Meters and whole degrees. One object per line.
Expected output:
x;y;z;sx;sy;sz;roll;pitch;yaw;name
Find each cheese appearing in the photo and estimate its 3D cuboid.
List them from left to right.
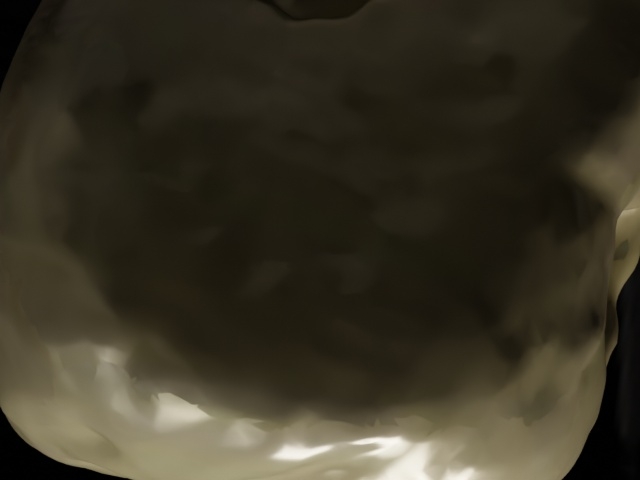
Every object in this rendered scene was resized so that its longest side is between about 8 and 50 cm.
0.002;0.001;0.554;0.248;0.173;0.251;-72;175;-48;cheese
